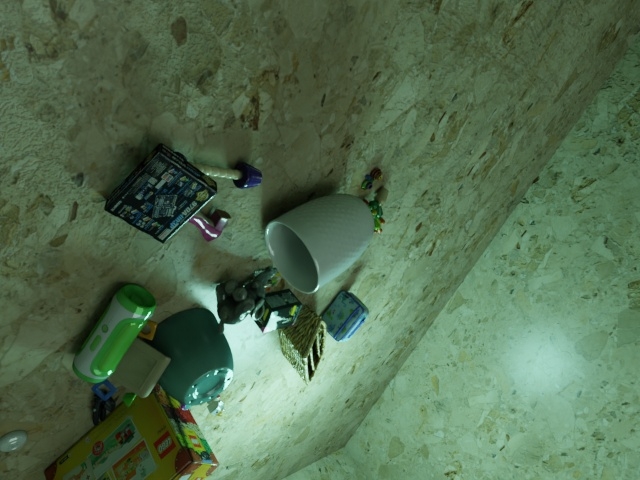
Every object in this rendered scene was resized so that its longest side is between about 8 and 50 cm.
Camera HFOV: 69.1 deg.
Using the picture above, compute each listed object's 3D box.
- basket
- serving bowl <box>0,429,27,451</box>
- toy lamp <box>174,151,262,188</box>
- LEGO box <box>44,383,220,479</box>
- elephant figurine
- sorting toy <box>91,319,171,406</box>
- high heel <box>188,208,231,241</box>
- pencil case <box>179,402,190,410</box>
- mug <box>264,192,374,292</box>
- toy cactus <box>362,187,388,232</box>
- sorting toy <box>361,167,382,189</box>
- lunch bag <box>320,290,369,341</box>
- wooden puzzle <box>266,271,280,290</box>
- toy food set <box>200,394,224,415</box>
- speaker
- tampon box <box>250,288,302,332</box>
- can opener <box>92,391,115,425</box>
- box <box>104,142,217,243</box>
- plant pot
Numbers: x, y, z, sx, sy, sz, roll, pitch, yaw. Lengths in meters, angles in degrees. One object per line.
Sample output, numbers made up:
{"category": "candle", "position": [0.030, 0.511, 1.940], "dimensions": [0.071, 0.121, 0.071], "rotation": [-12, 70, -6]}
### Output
{"category": "basket", "position": [-0.045, 0.471, 2.114], "dimensions": [0.213, 0.223, 0.299], "rotation": [-29, 143, -23]}
{"category": "serving bowl", "position": [-0.969, 0.638, 1.465], "dimensions": [0.083, 0.027, 0.083], "rotation": [-29, 144, -24]}
{"category": "toy lamp", "position": [-0.278, -0.187, 1.278], "dimensions": [0.274, 0.080, 0.080], "rotation": [-1, 127, -48]}
{"category": "LEGO box", "position": [-0.678, 0.820, 1.666], "dimensions": [0.500, 0.372, 0.193], "rotation": [-41, 147, -5]}
{"category": "elephant figurine", "position": [-0.258, 0.210, 1.679], "dimensions": [0.186, 0.169, 0.239], "rotation": [-26, 171, 23]}
{"category": "sorting toy", "position": [-0.603, 0.391, 1.504], "dimensions": [0.348, 0.196, 0.047], "rotation": [-55, -173, 15]}
{"category": "high heel", "position": [-0.378, -0.054, 1.330], "dimensions": [0.117, 0.082, 0.244], "rotation": [-47, 152, 21]}
{"category": "pencil case", "position": [-0.530, 0.558, 1.743], "dimensions": [0.070, 0.151, 0.064], "rotation": [-8, 136, -57]}
{"category": "mug", "position": [0.000, 0.000, 1.652], "dimensions": [0.328, 0.276, 0.374], "rotation": [-32, 176, -31]}
{"category": "toy cactus", "position": [0.218, -0.129, 1.886], "dimensions": [0.219, 0.112, 0.181], "rotation": [35, 80, -54]}
{"category": "sorting toy", "position": [0.202, -0.230, 1.786], "dimensions": [0.102, 0.042, 0.061], "rotation": [-54, 146, 14]}
{"category": "lunch bag", "position": [0.116, 0.364, 2.214], "dimensions": [0.219, 0.176, 0.090], "rotation": [-52, 147, 11]}
{"category": "wooden puzzle", "position": [-0.200, 0.171, 1.809], "dimensions": [0.078, 0.014, 0.116], "rotation": [5, 123, -49]}
{"category": "toy food set", "position": [-0.450, 0.656, 1.971], "dimensions": [0.104, 0.111, 0.232], "rotation": [-37, 143, -11]}
{"category": "speaker", "position": [-0.610, 0.276, 1.376], "dimensions": [0.296, 0.131, 0.131], "rotation": [-53, 146, 12]}
{"category": "tampon box", "position": [-0.177, 0.283, 1.874], "dimensions": [0.161, 0.101, 0.120], "rotation": [-7, 131, -43]}
{"category": "can opener", "position": [-0.764, 0.590, 1.612], "dimensions": [0.059, 0.073, 0.186], "rotation": [-15, 146, -49]}
{"category": "box", "position": [-0.397, -0.111, 1.161], "dimensions": [0.220, 0.051, 0.175], "rotation": [-40, 129, 18]}
{"category": "plant pot", "position": [-0.441, 0.425, 1.622], "dimensions": [0.293, 0.235, 0.293], "rotation": [-29, 144, -23]}
